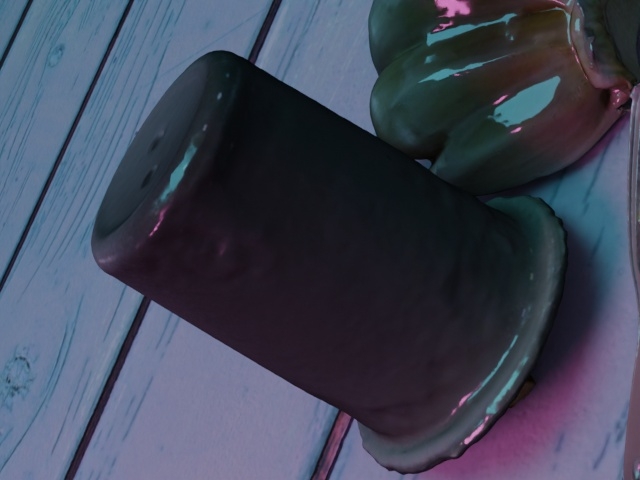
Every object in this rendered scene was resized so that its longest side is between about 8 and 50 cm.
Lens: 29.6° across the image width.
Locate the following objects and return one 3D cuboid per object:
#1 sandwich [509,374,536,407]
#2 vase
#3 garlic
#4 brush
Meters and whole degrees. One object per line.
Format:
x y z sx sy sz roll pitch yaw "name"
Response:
0.138 0.104 0.899 0.031 0.044 0.083 -49 20 12 "sandwich"
0.000 0.000 0.893 0.245 0.291 0.245 -47 22 26 "vase"
0.150 -0.162 1.010 0.292 0.210 0.237 -6 97 45 "garlic"
0.244 0.029 0.814 0.072 0.067 0.313 128 150 -73 "brush"
